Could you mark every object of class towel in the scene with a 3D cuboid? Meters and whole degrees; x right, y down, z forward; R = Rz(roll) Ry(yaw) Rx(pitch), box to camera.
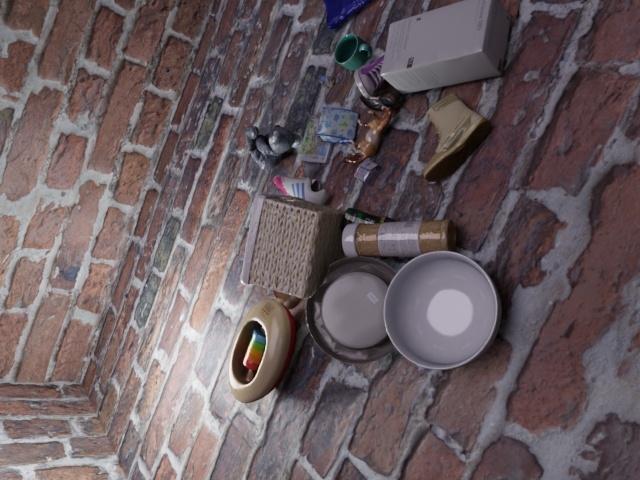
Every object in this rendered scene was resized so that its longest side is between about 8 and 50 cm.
[{"bbox_3d":[0.143,-1.086,2.168,0.308,0.076,0.227,-20,71,42],"label":"towel"}]

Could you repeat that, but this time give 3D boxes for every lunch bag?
[{"bbox_3d":[0.177,-0.261,1.890,0.071,0.053,0.083,37,96,45],"label":"lunch bag"},{"bbox_3d":[0.076,-0.466,2.031,0.151,0.096,0.128,8,83,18],"label":"lunch bag"}]

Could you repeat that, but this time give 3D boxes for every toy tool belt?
[{"bbox_3d":[0.021,-0.703,2.190,0.083,0.051,0.052,24,96,48],"label":"toy tool belt"}]

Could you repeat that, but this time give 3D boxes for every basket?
[{"bbox_3d":[-0.077,0.014,1.815,0.267,0.328,0.331,13,97,24],"label":"basket"}]

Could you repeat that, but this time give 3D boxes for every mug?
[{"bbox_3d":[0.142,-0.760,2.043,0.129,0.097,0.157,-52,47,22],"label":"mug"}]

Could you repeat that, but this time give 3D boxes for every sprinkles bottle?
[{"bbox_3d":[0.250,-0.003,1.613,0.356,0.121,0.121,-2,76,30],"label":"sprinkles bottle"}]

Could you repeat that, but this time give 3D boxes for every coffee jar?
[{"bbox_3d":[0.172,-0.051,1.767,0.185,0.079,0.096,15,91,22],"label":"coffee jar"}]

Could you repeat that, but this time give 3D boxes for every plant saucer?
[{"bbox_3d":[-0.144,0.192,2.107,0.199,0.036,0.198,-18,65,43],"label":"plant saucer"}]

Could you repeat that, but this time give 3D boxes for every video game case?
[{"bbox_3d":[-0.008,-0.441,2.162,0.193,0.023,0.212,16,90,48],"label":"video game case"}]

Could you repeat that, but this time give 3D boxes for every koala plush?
[{"bbox_3d":[-0.201,-0.440,2.262,0.221,0.196,0.203,-15,79,43],"label":"koala plush"}]

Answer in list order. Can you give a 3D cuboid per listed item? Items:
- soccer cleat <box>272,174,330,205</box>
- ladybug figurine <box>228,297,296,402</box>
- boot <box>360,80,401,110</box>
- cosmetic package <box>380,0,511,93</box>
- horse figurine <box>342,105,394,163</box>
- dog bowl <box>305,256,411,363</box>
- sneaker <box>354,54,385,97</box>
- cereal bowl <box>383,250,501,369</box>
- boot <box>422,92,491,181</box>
[{"bbox_3d":[-0.077,-0.219,2.122,0.143,0.116,0.331,-50,47,2],"label":"soccer cleat"},{"bbox_3d":[-0.223,0.443,2.020,0.305,0.162,0.449,33,104,47],"label":"ladybug figurine"},{"bbox_3d":[0.244,-0.561,1.913,0.106,0.082,0.219,-48,32,-9],"label":"boot"},{"bbox_3d":[0.410,-0.642,1.658,0.385,0.156,0.217,0,75,45],"label":"cosmetic package"},{"bbox_3d":[0.184,-0.398,1.914,0.174,0.066,0.263,38,105,51],"label":"horse figurine"},{"bbox_3d":[0.131,0.231,1.652,0.349,0.102,0.348,-3,78,15],"label":"dog bowl"},{"bbox_3d":[0.224,-0.632,1.835,0.161,0.102,0.282,-21,27,32],"label":"sneaker"},{"bbox_3d":[0.365,0.206,1.457,0.339,0.141,0.338,-10,72,32],"label":"cereal bowl"},{"bbox_3d":[0.402,-0.339,1.638,0.262,0.095,0.203,-49,48,23],"label":"boot"}]
